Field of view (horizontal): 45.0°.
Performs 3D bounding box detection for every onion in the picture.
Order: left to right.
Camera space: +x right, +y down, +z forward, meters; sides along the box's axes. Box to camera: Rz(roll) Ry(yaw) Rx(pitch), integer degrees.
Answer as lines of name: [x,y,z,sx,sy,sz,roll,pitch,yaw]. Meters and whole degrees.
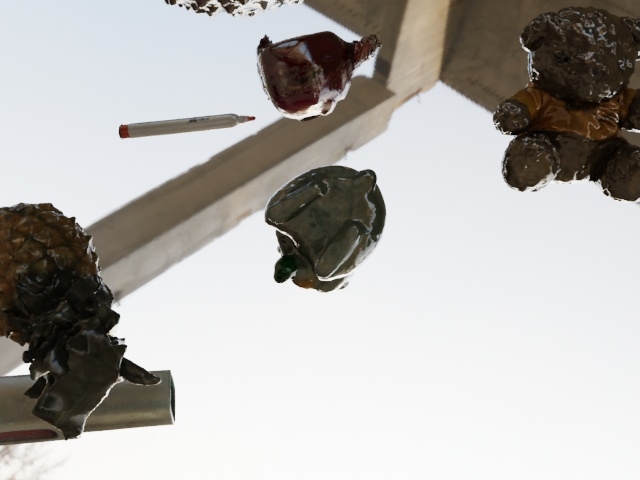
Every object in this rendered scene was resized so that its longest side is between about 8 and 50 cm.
onion: [0.001,-0.261,1.216,0.198,0.173,0.135,-6,-67,4]

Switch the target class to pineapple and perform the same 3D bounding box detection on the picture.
pineapple: [-0.227,0.062,0.657,0.248,0.128,0.128,40,-34,47]

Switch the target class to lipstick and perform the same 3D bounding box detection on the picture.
lipstick: [-0.314,0.209,0.984,0.079,0.253,0.077,96,-11,-54]

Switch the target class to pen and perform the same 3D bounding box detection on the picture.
pen: [-0.206,-0.178,1.194,0.218,0.026,0.026,-4,-59,10]

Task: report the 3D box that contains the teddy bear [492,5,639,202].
teddy bear: [0.265,-0.144,0.802,0.177,0.140,0.190,2,-64,-2]

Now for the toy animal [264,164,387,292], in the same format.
toy animal: [0.003,0.001,0.879,0.251,0.127,0.125,107,-26,-80]

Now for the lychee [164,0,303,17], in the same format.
lychee: [-0.069,-0.316,0.639,0.300,0.300,0.300,30,-42,31]
